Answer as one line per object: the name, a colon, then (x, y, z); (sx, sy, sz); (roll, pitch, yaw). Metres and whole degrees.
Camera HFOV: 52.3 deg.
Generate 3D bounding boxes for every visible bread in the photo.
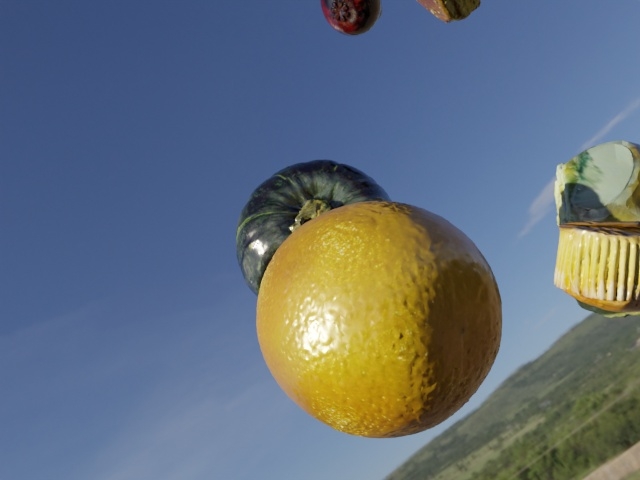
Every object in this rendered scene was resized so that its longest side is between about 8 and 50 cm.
bread: (0.582, 0.047, 1.217); (0.288, 0.204, 0.156); (-4, -77, -27)
bread: (0.683, -0.047, 1.527); (0.239, 0.395, 0.264); (-9, -41, 20)
bread: (0.228, -0.597, 1.423); (0.110, 0.234, 0.184); (-39, -37, 4)

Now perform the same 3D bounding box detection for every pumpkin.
pumpkin: (0.000, 0.000, 1.249); (0.323, 0.323, 0.241); (-28, -31, -19)

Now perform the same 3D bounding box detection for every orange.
orange: (0.051, 0.070, 0.603); (0.236, 0.236, 0.236); (-30, -25, -15)

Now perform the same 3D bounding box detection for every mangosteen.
mangosteen: (0.095, -0.664, 1.802); (0.200, 0.200, 0.200); (-30, -25, -15)
